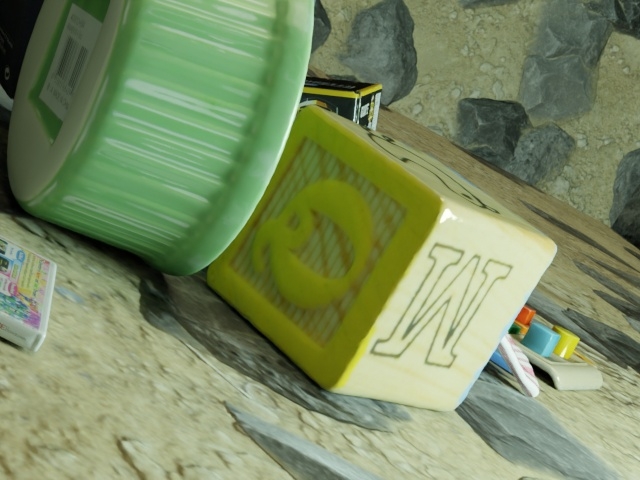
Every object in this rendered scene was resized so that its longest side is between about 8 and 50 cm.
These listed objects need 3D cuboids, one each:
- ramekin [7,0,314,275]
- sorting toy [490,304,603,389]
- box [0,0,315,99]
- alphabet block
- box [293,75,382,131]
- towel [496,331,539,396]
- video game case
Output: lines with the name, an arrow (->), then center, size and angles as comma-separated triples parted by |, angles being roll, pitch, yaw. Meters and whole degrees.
ramekin -> -0.144, -0.134, 1.207 | 0.148, 0.303, 0.303 | 17, 16, -26
sorting toy -> 0.259, 0.113, 1.820 | 0.196, 0.047, 0.347 | 36, 12, 26
box -> -0.158, -0.294, 1.398 | 0.296, 0.294, 0.183 | -1, 31, -28
alphabet block -> 0.054, 0.021, 1.300 | 0.192, 0.193, 0.197 | 37, 12, 36
box -> -0.102, -0.157, 1.665 | 0.322, 0.079, 0.257 | 7, 11, 7
towel -> 0.181, 0.068, 1.617 | 0.144, 0.029, 0.197 | 53, 7, -42
video game case -> -0.248, 0.012, 0.980 | 0.143, 0.019, 0.157 | 29, 10, -14
